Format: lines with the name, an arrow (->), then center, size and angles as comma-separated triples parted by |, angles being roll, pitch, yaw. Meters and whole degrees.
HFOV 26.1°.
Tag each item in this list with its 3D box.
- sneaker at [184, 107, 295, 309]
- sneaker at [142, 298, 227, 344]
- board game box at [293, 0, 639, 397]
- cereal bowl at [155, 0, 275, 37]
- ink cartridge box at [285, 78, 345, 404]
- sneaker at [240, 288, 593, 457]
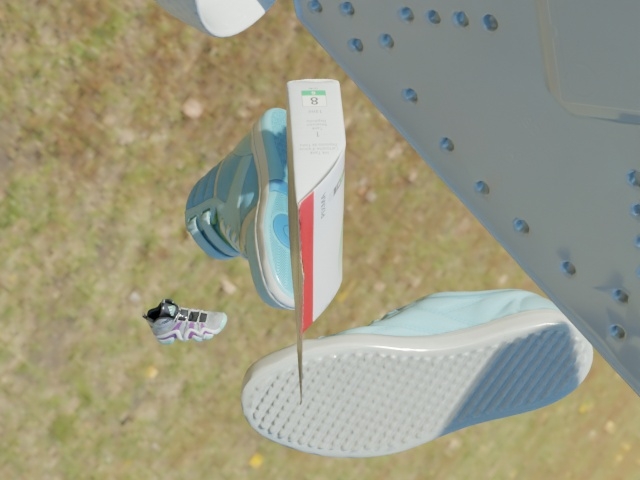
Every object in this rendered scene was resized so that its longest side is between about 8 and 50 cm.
sneaker -> -0.088, -0.002, 1.805 | 0.127, 0.319, 0.208 | 31, 128, -29
sneaker -> -0.167, 0.090, 1.652 | 0.038, 0.098, 0.069 | -88, 155, -43
board game box -> 0.191, -0.130, 0.824 | 0.050, 0.390, 0.390 | -35, 169, -37
cereal bowl -> -0.083, -0.366, 1.263 | 0.339, 0.141, 0.339 | -58, 167, -22
ink cartridge box -> 0.000, 0.000, 1.200 | 0.056, 0.225, 0.181 | -4, 139, -4
sneaker -> 0.090, 0.129, 1.453 | 0.366, 0.150, 0.135 | -6, 110, -11
